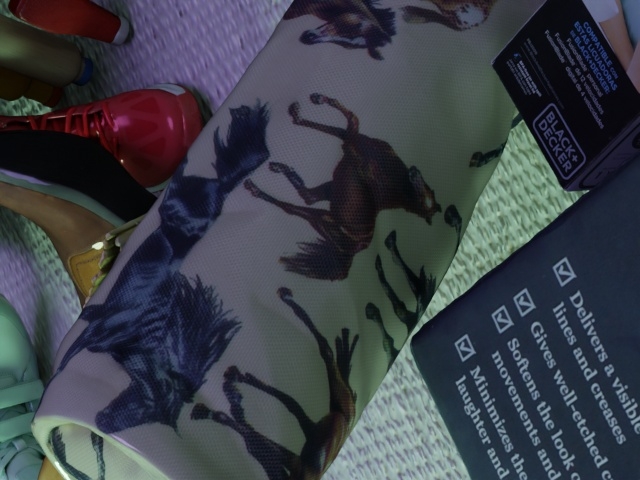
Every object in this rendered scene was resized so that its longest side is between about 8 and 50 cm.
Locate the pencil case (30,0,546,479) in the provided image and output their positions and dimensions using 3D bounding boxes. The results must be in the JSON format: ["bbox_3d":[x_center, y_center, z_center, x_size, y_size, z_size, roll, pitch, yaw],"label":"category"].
[{"bbox_3d":[0.000,0.000,0.975,0.160,0.183,0.410,12,60,38],"label":"pencil case"}]

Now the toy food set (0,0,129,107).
[{"bbox_3d":[-0.206,-0.209,1.417,0.232,0.104,0.111,-62,36,11],"label":"toy food set"}]

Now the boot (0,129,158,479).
[{"bbox_3d":[-0.179,0.070,1.353,0.264,0.096,0.280,16,116,1],"label":"boot"}]

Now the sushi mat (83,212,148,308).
[{"bbox_3d":[-0.061,0.016,1.113,0.019,0.316,0.151,27,119,18],"label":"sushi mat"}]

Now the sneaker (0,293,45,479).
[{"bbox_3d":[-0.249,0.169,1.498,0.151,0.094,0.256,15,117,52],"label":"sneaker"}]

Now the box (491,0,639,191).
[{"bbox_3d":[0.238,-0.145,0.855,0.290,0.169,0.087,-49,58,42],"label":"box"}]

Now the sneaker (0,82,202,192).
[{"bbox_3d":[-0.198,-0.071,1.379,0.221,0.128,0.087,-14,86,48],"label":"sneaker"}]

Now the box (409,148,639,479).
[{"bbox_3d":[0.278,0.069,0.808,0.395,0.212,0.294,-42,65,44],"label":"box"}]
